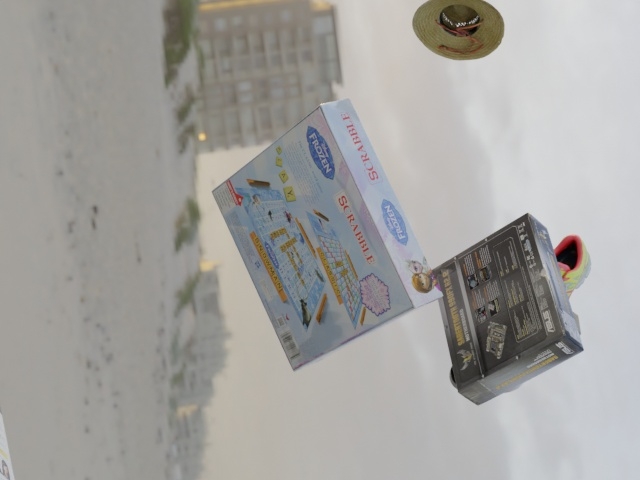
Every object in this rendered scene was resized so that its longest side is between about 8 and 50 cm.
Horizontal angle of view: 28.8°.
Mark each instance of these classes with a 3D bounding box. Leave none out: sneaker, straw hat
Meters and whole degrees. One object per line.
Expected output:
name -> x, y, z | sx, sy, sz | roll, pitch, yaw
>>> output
sneaker -> 0.369, 0.074, 1.999 | 0.208, 0.081, 0.094 | -59, 156, -25
straw hat -> 0.204, -0.332, 1.820 | 0.144, 0.144, 0.061 | 98, 2, -60

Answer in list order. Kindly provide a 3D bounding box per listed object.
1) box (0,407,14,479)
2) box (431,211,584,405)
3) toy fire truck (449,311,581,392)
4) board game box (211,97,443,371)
box -> -0.392, 0.250, 1.389 | 0.244, 0.060, 0.100 | 63, -1, 44
box -> 0.265, 0.098, 1.799 | 0.056, 0.183, 0.231 | 34, 33, -38
toy fire truck -> 0.352, 0.165, 2.210 | 0.158, 0.246, 0.217 | 88, 2, -69
board game box -> 0.000, 0.000, 1.853 | 0.318, 0.066, 0.319 | -32, -99, 49
